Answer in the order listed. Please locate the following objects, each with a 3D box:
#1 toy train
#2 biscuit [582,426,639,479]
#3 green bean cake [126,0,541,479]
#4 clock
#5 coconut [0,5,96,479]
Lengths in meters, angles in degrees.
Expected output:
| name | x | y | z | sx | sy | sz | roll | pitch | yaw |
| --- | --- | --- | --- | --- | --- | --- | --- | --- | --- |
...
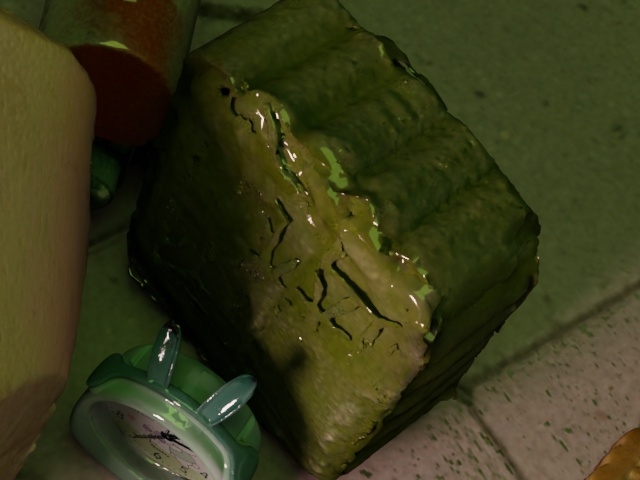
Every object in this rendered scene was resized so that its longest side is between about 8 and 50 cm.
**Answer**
| name | x | y | z | sx | sy | sz | roll | pitch | yaw |
| --- | --- | --- | --- | --- | --- | --- | --- | --- | --- |
| toy train | -0.103 | -0.162 | 1.040 | 0.116 | 0.177 | 0.285 | 15 | 60 | -8 |
| biscuit | 0.165 | 0.232 | 0.989 | 0.172 | 0.029 | 0.254 | 40 | 61 | 8 |
| green bean cake | 0.000 | 0.000 | 0.964 | 0.113 | 0.214 | 0.200 | -31 | 75 | -32 |
| clock | -0.073 | 0.093 | 0.939 | 0.101 | 0.135 | 0.041 | 36 | 60 | 4 |
| coconut | -0.256 | -0.004 | 0.866 | 0.297 | 0.297 | 0.309 | 6 | 67 | -11 |
